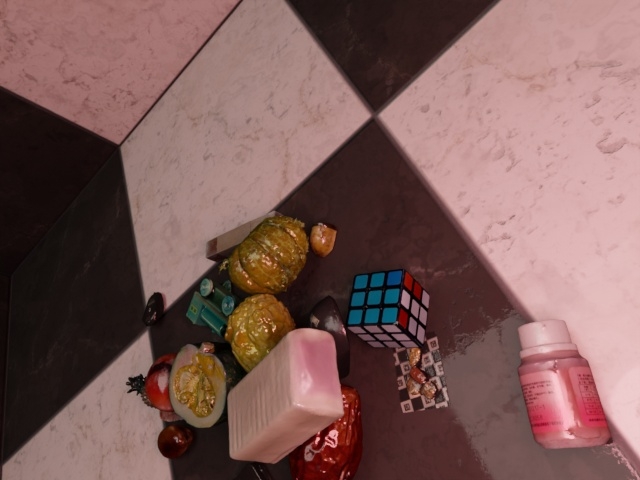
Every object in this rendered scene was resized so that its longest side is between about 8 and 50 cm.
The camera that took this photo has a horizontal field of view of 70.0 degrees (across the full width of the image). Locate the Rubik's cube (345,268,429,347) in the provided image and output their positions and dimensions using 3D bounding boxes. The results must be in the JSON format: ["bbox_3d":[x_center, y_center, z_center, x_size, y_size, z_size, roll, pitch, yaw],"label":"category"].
[{"bbox_3d":[0.183,0.187,1.226,0.160,0.163,0.162,-10,52,36],"label":"Rubik's cube"}]

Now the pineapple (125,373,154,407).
[{"bbox_3d":[-0.686,0.600,1.812,0.221,0.103,0.083,11,80,40],"label":"pineapple"}]

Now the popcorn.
[{"bbox_3d":[-0.169,0.302,1.430,0.206,0.251,0.237,-30,41,9],"label":"popcorn"}]

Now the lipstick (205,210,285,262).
[{"bbox_3d":[-0.291,-0.009,1.761,0.371,0.076,0.080,-21,58,32],"label":"lipstick"}]

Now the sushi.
[{"bbox_3d":[0.252,0.341,1.205,0.139,0.031,0.201,-23,59,31],"label":"sushi"}]

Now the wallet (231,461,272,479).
[{"bbox_3d":[-0.265,0.866,1.395,0.377,0.051,0.197,-53,51,10],"label":"wallet"}]

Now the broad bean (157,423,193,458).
[{"bbox_3d":[-0.529,0.723,1.646,0.165,0.084,0.114,-41,54,27],"label":"broad bean"}]

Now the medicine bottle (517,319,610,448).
[{"bbox_3d":[0.493,0.297,0.954,0.147,0.147,0.247,-21,59,32],"label":"medicine bottle"}]

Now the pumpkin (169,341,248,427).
[{"bbox_3d":[-0.333,0.458,1.508,0.293,0.197,0.263,15,96,38],"label":"pumpkin"}]

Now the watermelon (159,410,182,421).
[{"bbox_3d":[-0.557,0.620,1.715,0.081,0.094,0.180,-58,33,9],"label":"watermelon"}]

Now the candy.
[{"bbox_3d":[-0.096,0.394,1.142,0.359,0.145,0.208,-48,36,35],"label":"candy"}]

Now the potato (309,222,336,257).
[{"bbox_3d":[0.000,0.000,1.531,0.096,0.066,0.103,-11,67,39],"label":"potato"}]

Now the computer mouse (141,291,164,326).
[{"bbox_3d":[-0.723,0.303,2.000,0.099,0.057,0.172,-31,44,28],"label":"computer mouse"}]

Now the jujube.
[{"bbox_3d":[0.020,0.526,1.213,0.197,0.197,0.290,5,74,40],"label":"jujube"}]

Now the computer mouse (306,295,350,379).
[{"bbox_3d":[0.016,0.277,1.274,0.100,0.269,0.170,-13,51,-7],"label":"computer mouse"}]

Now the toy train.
[{"bbox_3d":[-0.368,0.262,1.691,0.298,0.120,0.194,26,97,42],"label":"toy train"}]

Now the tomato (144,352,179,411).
[{"bbox_3d":[-0.531,0.509,1.652,0.208,0.184,0.208,-3,62,6],"label":"tomato"}]

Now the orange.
[{"bbox_3d":[-0.165,0.055,1.525,0.300,0.223,0.301,-33,15,38],"label":"orange"}]
